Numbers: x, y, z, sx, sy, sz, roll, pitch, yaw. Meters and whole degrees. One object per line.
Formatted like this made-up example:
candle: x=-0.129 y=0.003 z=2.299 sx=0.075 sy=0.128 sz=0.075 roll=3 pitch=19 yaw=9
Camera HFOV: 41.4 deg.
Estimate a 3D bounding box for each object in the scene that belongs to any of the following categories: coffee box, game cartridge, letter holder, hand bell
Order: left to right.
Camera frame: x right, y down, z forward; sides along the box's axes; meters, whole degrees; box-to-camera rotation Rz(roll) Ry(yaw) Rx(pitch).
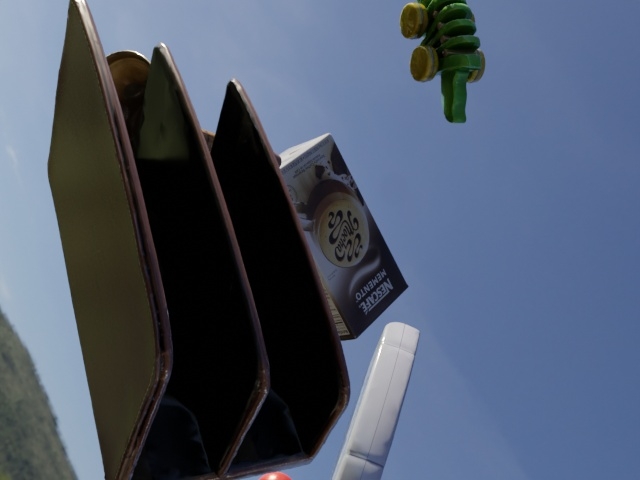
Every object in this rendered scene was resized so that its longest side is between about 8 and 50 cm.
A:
letter holder: x=-0.091 y=-0.008 z=0.601 sx=0.214 sy=0.151 sz=0.302 roll=115 pitch=-39 yaw=-48
hand bell: x=-0.123 y=-0.106 z=0.890 sx=0.126 sy=0.242 sz=0.126 roll=-5 pitch=-98 yaw=36
coffee box: x=0.000 y=0.000 z=1.389 sx=0.118 sy=0.168 sz=0.297 roll=-14 pitch=-70 yaw=46
game cartridge: x=0.058 y=0.254 z=1.084 sx=0.062 sy=0.297 sz=0.198 roll=17 pitch=-47 yaw=7

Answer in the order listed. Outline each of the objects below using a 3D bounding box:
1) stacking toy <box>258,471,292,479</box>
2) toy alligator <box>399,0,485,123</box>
stacking toy: x=-0.074 y=0.521 z=1.575 sx=0.330 sy=0.141 sz=0.141 roll=-123 pitch=-166 yaw=-82
toy alligator: x=0.098 y=-0.187 z=0.681 sx=0.051 sy=0.056 sz=0.190 roll=137 pitch=-53 yaw=-59
